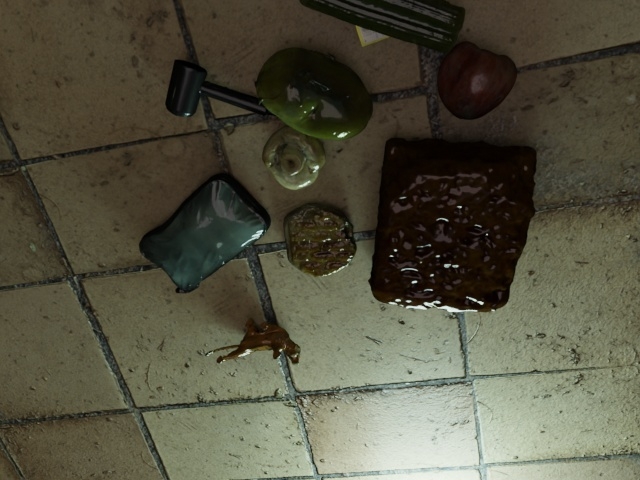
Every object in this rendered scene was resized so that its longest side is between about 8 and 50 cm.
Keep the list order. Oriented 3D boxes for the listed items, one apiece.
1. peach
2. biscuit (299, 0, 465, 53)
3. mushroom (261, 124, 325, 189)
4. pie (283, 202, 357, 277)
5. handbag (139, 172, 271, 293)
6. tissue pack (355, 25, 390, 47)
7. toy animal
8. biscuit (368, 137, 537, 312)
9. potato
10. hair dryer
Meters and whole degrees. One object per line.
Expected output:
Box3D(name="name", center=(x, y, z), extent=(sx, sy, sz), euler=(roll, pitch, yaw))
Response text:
Box3D(name="peach", center=(0.306, -0.315, 1.234), extent=(0.151, 0.152, 0.152), euler=(3, 118, 6))
Box3D(name="biscuit", center=(0.116, -0.448, 1.168), extent=(0.322, 0.038, 0.099), euler=(17, 120, -4))
Box3D(name="mushroom", center=(-0.058, -0.185, 1.355), extent=(0.147, 0.112, 0.148), euler=(1, 109, 4))
Box3D(name="pie", center=(0.000, 0.000, 1.482), extent=(0.195, 0.046, 0.195), euler=(4, 118, 7))
Box3D(name="handbag", center=(-0.291, -0.009, 1.504), extent=(0.332, 0.075, 0.191), euler=(-38, 111, 19))
Box3D(name="tissue pack", center=(0.099, -0.485, 1.206), extent=(0.095, 0.062, 0.176), euler=(-17, 114, 13))
Box3D(name="toy animal", center=(-0.186, 0.276, 1.634), extent=(0.255, 0.114, 0.116), euler=(-6, 160, 15))
Box3D(name="biscuit", center=(0.286, -0.021, 1.369), extent=(0.342, 0.166, 0.395), euler=(5, 119, 6))
Box3D(name="potato", center=(-0.009, -0.302, 1.263), extent=(0.248, 0.143, 0.169), euler=(26, 101, -8))
Box3D(name="hair dryer", center=(-0.212, -0.306, 1.348), extent=(0.247, 0.071, 0.114), euler=(17, 118, -12))
